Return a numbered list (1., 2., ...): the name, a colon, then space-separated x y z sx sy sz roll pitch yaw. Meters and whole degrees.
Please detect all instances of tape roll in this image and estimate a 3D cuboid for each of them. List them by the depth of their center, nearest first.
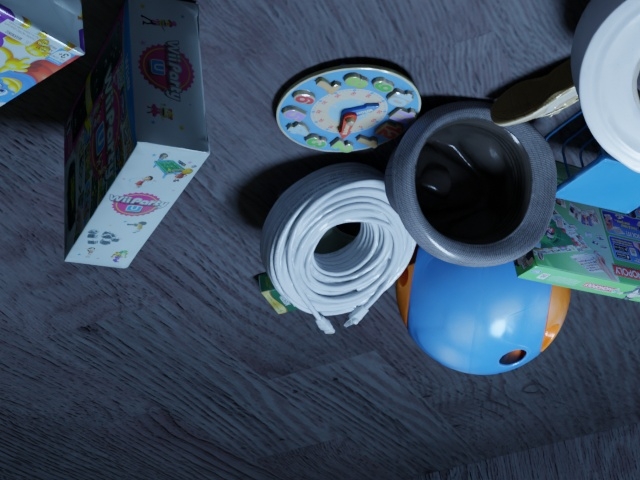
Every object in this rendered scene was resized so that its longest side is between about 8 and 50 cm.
1. tape roll: 0.468 -0.223 1.652 0.286 0.100 0.286 1 120 2

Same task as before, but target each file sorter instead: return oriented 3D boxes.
1. file sorter: 0.448 -0.125 1.994 0.170 0.104 0.118 10 148 -33

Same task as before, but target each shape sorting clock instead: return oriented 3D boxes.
1. shape sorting clock: 0.040 -0.182 1.821 0.206 0.040 0.206 -8 153 -4

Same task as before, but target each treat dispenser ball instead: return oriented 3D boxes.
1. treat dispenser ball: 0.268 0.078 2.133 0.288 0.288 0.288 -7 154 -4

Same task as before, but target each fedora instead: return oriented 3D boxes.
1. fedora: 0.205 -0.084 1.921 0.275 0.243 0.124 2 -179 -28

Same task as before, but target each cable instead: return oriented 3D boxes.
1. cable: 0.032 -0.001 2.023 0.257 0.089 0.257 -42 131 6

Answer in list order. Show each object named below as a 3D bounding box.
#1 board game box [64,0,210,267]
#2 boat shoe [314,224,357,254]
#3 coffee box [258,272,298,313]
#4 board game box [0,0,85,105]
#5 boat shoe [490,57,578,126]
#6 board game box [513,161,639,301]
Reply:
1. board game box: -0.241 -0.132 1.628 0.098 0.224 0.303 8 149 -26
2. boat shoe: 0.000 0.000 2.128 0.228 0.081 0.069 27 174 -36
3. coffee box: -0.009 0.078 2.321 0.184 0.040 0.113 -14 153 8
4. board game box: -0.418 -0.232 1.459 0.275 0.142 0.144 -25 149 29
5. boat shoe: 0.327 -0.204 1.844 0.170 0.063 0.059 -25 147 24
6. board game box: 0.421 -0.020 2.074 0.317 0.213 0.046 12 147 -35
